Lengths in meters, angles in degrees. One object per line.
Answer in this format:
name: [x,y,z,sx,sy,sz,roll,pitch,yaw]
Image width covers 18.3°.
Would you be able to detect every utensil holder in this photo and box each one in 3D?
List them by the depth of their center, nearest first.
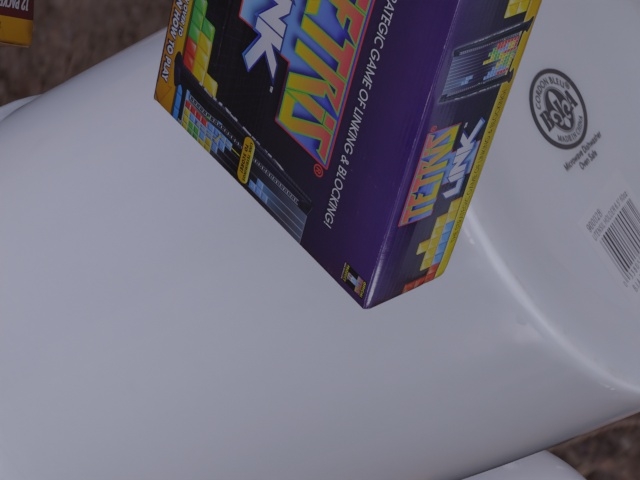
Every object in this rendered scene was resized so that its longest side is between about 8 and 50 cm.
utensil holder: [0.000,0.000,1.159,0.328,0.385,0.327,29,49,-39]

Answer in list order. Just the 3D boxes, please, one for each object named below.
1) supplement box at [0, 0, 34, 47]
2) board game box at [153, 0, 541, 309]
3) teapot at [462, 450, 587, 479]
supplement box: [-0.326,-0.247,1.496,0.194,0.129,0.191,5,93,24]
board game box: [0.007,-0.082,0.747,0.048,0.170,0.141,-22,53,-34]
teapot: [0.102,0.249,1.578,0.252,0.256,0.187,-45,41,-8]
